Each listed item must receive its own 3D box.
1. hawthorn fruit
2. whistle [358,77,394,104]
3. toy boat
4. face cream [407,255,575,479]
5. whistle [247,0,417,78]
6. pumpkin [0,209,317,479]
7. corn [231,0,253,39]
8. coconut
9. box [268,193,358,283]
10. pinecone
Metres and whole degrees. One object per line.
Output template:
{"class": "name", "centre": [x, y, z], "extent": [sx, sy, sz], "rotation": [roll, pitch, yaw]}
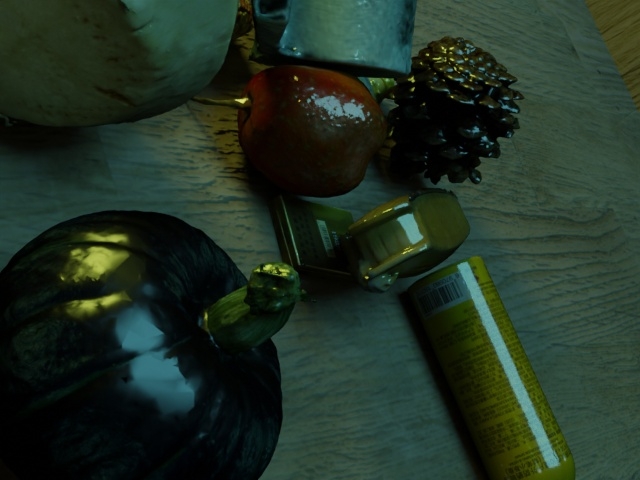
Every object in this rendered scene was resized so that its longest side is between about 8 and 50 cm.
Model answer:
{"class": "hawthorn fruit", "centre": [-0.034, -0.131, 1.104], "extent": [0.203, 0.163, 0.162], "rotation": [18, 50, -34]}
{"class": "whistle", "centre": [0.051, -0.199, 1.372], "extent": [0.104, 0.057, 0.198], "rotation": [68, 24, -8]}
{"class": "toy boat", "centre": [0.095, 0.000, 1.161], "extent": [0.089, 0.121, 0.321], "rotation": [62, 18, 4]}
{"class": "face cream", "centre": [0.221, 0.196, 1.235], "extent": [0.105, 0.105, 0.348], "rotation": [-6, 70, -56]}
{"class": "whistle", "centre": [-0.015, -0.280, 1.110], "extent": [0.405, 0.188, 0.168], "rotation": [-2, 100, -62]}
{"class": "pumpkin", "centre": [-0.108, 0.083, 0.737], "extent": [0.248, 0.248, 0.248], "rotation": [34, 40, -35]}
{"class": "corn", "centre": [-0.151, -0.252, 1.110], "extent": [0.237, 0.079, 0.079], "rotation": [-9, 72, -60]}
{"class": "coconut", "centre": [-0.196, -0.258, 0.848], "extent": [0.323, 0.323, 0.323], "rotation": [34, 40, -35]}
{"class": "box", "centre": [0.000, 0.000, 1.161], "extent": [0.133, 0.023, 0.090], "rotation": [11, 58, -51]}
{"class": "pinecone", "centre": [0.168, -0.165, 1.356], "extent": [0.184, 0.204, 0.179], "rotation": [9, 28, -41]}
